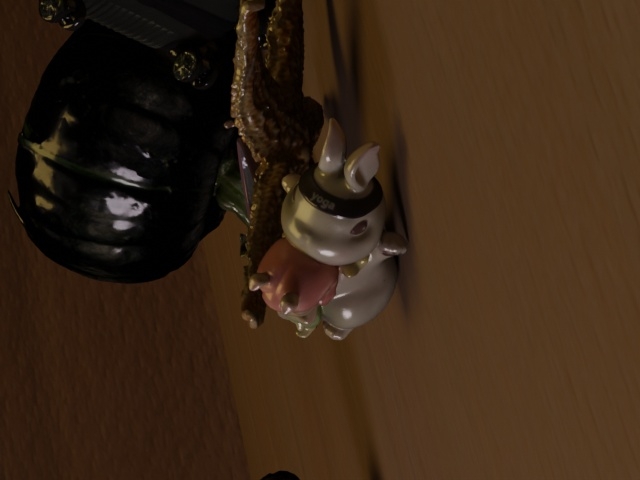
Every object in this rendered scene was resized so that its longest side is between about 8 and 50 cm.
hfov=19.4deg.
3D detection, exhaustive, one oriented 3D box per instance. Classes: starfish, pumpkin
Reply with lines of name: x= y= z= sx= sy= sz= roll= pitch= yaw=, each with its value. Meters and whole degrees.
starfish: x=-0.029 y=-0.070 z=1.197 sx=0.295 sy=0.048 sz=0.231 roll=-71 pitch=-21 yaw=-55
pumpkin: x=-0.149 y=-0.090 z=1.813 sx=0.296 sy=0.295 sz=0.296 roll=170 pitch=90 yaw=-84

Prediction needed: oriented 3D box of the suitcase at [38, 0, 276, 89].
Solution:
suitcase: x=-0.144 y=-0.286 z=1.443 sx=0.202 sy=0.128 sz=0.312 roll=20 pitch=-129 yaw=-47

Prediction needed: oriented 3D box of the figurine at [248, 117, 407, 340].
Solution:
figurine: x=0.008 y=0.005 z=1.074 sx=0.146 sy=0.081 sz=0.098 roll=81 pitch=-157 yaw=-66

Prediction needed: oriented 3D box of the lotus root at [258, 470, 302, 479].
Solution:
lotus root: x=-0.005 y=0.269 z=1.376 sx=0.138 sy=0.138 sz=0.214 roll=91 pitch=153 yaw=-60

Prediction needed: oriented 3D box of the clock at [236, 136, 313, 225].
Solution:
clock: x=-0.030 y=-0.022 z=1.514 sx=0.153 sy=0.050 sz=0.110 roll=-111 pitch=13 yaw=-62
